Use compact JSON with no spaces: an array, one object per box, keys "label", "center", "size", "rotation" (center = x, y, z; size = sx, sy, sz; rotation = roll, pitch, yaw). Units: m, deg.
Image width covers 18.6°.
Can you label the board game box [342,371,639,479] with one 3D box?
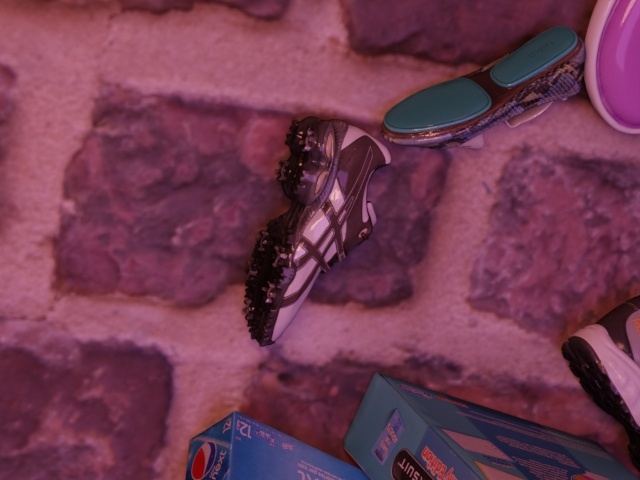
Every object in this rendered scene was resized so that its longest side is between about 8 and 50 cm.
[{"label":"board game box","center":[0.196,0.240,1.615],"size":[0.254,0.336,0.079],"rotation":[19,102,-27]}]

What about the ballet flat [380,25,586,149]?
[{"label":"ballet flat","center":[0.140,-0.110,1.616],"size":[0.188,0.070,0.070],"rotation":[-25,117,-8]}]

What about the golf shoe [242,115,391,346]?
[{"label":"golf shoe","center":[0.000,0.000,1.592],"size":[0.094,0.077,0.198],"rotation":[12,106,-26]}]

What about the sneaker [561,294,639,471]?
[{"label":"sneaker","center":[0.328,0.163,1.778],"size":[0.108,0.100,0.271],"rotation":[-39,119,-10]}]

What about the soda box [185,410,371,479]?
[{"label":"soda box","center":[-0.013,0.224,1.662],"size":[0.210,0.071,0.067],"rotation":[28,137,-28]}]

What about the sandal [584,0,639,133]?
[{"label":"sandal","center":[0.386,-0.253,1.635],"size":[0.416,0.102,0.169],"rotation":[-45,119,-1]}]
